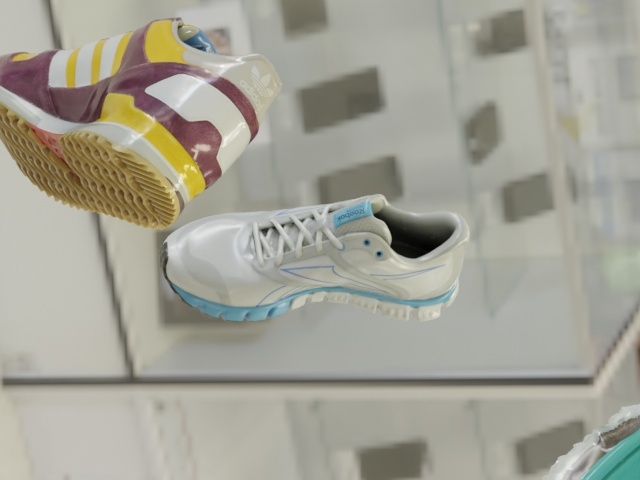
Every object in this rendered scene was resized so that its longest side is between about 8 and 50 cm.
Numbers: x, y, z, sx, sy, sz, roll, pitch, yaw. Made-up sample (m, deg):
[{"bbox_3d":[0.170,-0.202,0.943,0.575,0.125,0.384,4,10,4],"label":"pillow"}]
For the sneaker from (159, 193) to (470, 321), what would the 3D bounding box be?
[{"bbox_3d":[0.000,0.000,1.106,0.083,0.190,0.071,112,-28,-53],"label":"sneaker"}]

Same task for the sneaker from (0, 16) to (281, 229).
[{"bbox_3d":[-0.087,-0.060,0.820,0.084,0.185,0.069,-43,125,-18],"label":"sneaker"}]

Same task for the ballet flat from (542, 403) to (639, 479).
[{"bbox_3d":[0.094,0.240,0.928,0.409,0.147,0.147,-52,136,-36],"label":"ballet flat"}]
